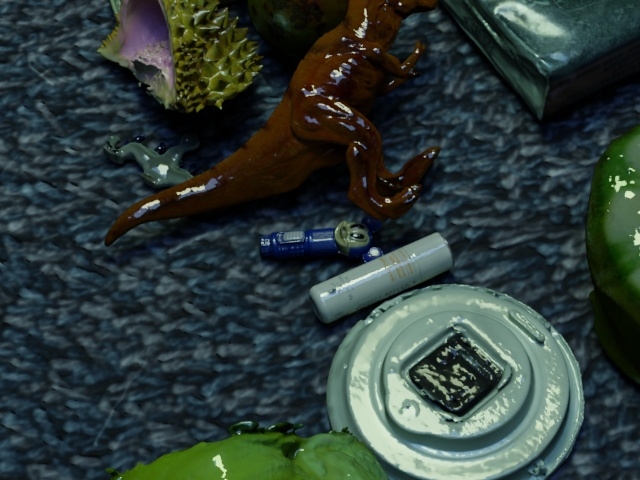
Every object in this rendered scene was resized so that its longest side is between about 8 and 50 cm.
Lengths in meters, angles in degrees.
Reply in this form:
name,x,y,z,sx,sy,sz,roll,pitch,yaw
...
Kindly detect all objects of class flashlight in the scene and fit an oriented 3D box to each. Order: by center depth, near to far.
name,x,y,z,sx,sy,sz,roll,pitch,yaw
flashlight,0.000,0.000,1.445,0.121,0.035,0.057,-3,57,1

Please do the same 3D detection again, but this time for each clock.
name,x,y,z,sx,sy,sz,roll,pitch,yaw
clock,0.122,0.129,1.341,0.236,0.053,0.236,-1,56,1

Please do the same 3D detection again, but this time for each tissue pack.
name,x,y,z,sx,sy,sz,roll,pitch,yaw
tissue pack,0.303,-0.282,1.575,0.315,0.103,0.228,-27,57,-15

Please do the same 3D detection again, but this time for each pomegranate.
name,x,y,z,sx,sy,sz,roll,pitch,yaw
pomegranate,-0.026,-0.283,1.543,0.156,0.220,0.156,-38,29,25

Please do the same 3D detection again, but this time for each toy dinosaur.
name,x,y,z,sx,sy,sz,roll,pitch,yaw
toy dinosaur,0.007,-0.093,1.454,0.208,0.097,0.432,42,78,4

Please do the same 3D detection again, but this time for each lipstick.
name,x,y,z,sx,sy,sz,roll,pitch,yaw
lipstick,0.058,0.036,1.414,0.141,0.040,0.040,-24,58,-11

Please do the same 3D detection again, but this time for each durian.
name,x,y,z,sx,sy,sz,roll,pitch,yaw
durian,-0.017,0.267,1.170,0.255,0.204,0.340,-27,59,-28
durian,-0.145,-0.202,1.528,0.165,0.182,0.132,34,89,-9

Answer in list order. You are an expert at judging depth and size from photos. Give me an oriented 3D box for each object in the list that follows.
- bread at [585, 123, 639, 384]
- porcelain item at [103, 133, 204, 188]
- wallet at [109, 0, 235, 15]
name,x,y,z,sx,sy,sz,roll,pitch,yaw
bread,0.438,0.006,1.356,0.382,0.129,0.366,-36,61,-20
porcelain item,-0.152,-0.085,1.519,0.136,0.021,0.075,33,64,23
wallet,-0.170,-0.387,1.700,0.223,0.077,0.310,-17,58,-12
